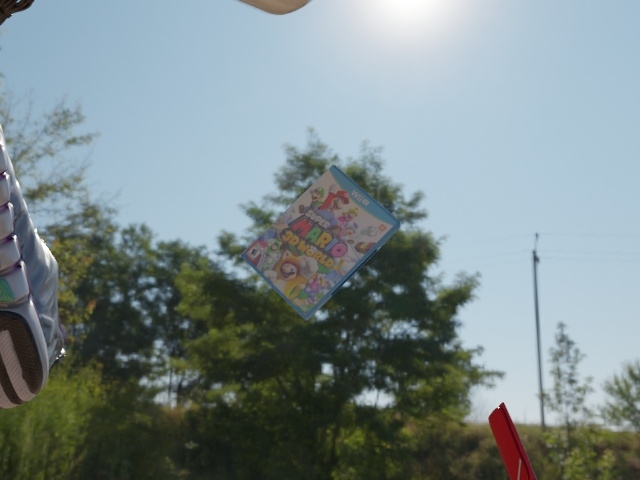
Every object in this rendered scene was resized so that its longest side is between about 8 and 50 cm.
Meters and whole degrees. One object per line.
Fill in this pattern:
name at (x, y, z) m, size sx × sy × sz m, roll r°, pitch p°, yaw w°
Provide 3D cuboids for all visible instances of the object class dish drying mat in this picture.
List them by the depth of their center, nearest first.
dish drying mat at (0.183, 0.200, 0.655) m, size 0.008 × 0.083 × 0.032 m, roll 7°, pitch -48°, yaw -20°

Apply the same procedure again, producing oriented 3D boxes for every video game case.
video game case at (0.000, 0.000, 0.840) m, size 0.119 × 0.166 × 0.015 m, roll 43°, pitch -7°, yaw 19°

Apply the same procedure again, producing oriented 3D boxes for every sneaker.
sneaker at (-0.220, -0.009, 0.435) m, size 0.083 × 0.223 × 0.098 m, roll -9°, pitch 9°, yaw -1°

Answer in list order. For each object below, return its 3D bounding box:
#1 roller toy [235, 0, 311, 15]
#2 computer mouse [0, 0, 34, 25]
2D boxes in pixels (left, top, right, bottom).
roller toy at (-0.053, -0.314, 0.620) m, size 0.146 × 0.191 × 0.209 m, roll 13°, pitch -12°, yaw -37°
computer mouse at (-0.615, -0.462, 1.122) m, size 0.184 × 0.060 × 0.262 m, roll -25°, pitch -50°, yaw 34°
